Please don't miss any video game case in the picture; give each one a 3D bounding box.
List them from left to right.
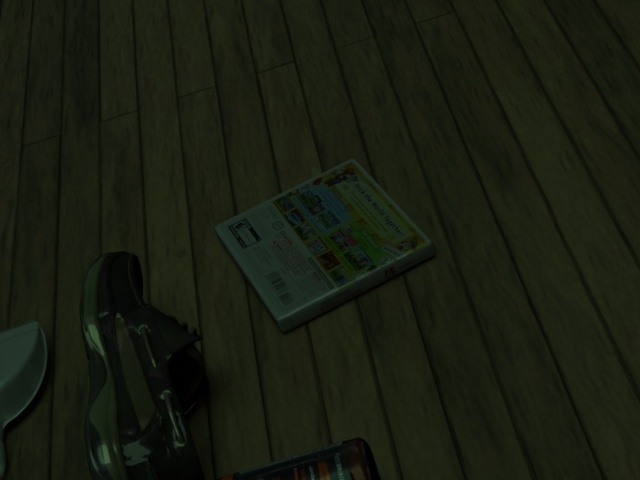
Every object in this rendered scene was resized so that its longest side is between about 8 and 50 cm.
[{"bbox_3d":[0.000,0.000,1.597,0.206,0.026,0.227,-27,38,-9],"label":"video game case"}]

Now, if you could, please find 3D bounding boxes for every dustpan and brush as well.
[{"bbox_3d":[-0.383,0.193,1.511,0.147,0.060,0.211,-21,31,0],"label":"dustpan and brush"}]

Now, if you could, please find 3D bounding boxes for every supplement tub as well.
[{"bbox_3d":[-0.037,0.262,1.231,0.198,0.106,0.106,-18,38,3],"label":"supplement tub"}]

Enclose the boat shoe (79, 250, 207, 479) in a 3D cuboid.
[{"bbox_3d":[-0.187,0.151,1.431,0.130,0.132,0.355,-10,47,-3],"label":"boat shoe"}]
